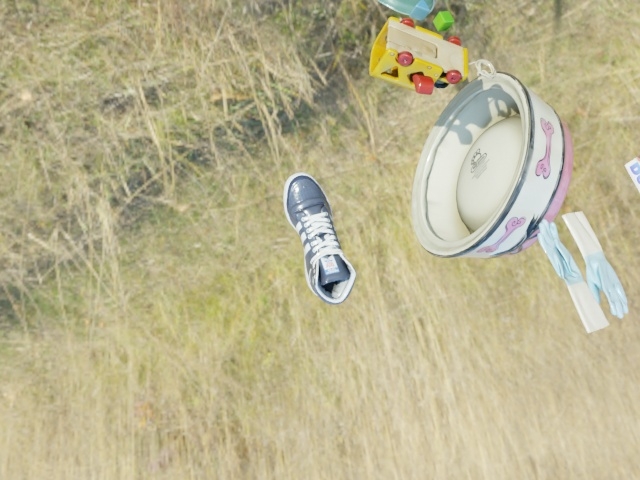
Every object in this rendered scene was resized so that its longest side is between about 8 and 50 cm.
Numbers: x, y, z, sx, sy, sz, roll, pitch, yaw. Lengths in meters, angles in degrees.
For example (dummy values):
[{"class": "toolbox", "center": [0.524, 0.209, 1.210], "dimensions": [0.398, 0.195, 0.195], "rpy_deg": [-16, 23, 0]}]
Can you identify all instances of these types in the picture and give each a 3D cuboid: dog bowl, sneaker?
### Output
[{"class": "dog bowl", "center": [0.367, -0.142, 1.490], "dimensions": [0.150, 0.408, 0.408], "rpy_deg": [16, 140, -21]}, {"class": "sneaker", "center": [0.000, 0.000, 1.449], "dimensions": [0.099, 0.153, 0.282], "rpy_deg": [-16, 105, -9]}]

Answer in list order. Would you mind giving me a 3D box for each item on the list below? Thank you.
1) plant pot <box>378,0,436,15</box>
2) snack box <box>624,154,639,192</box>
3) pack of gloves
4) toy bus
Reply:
[{"class": "plant pot", "center": [0.254, -0.833, 2.032], "dimensions": [0.196, 0.293, 0.293], "rpy_deg": [-58, 141, -7]}, {"class": "snack box", "center": [0.620, -0.076, 1.247], "dimensions": [0.022, 0.178, 0.064], "rpy_deg": [-8, 157, -36]}, {"class": "pack of gloves", "center": [0.501, 0.062, 1.350], "dimensions": [0.195, 0.232, 0.046], "rpy_deg": [-9, 160, -41]}, {"class": "toy bus", "center": [0.190, -0.329, 1.296], "dimensions": [0.191, 0.202, 0.104], "rpy_deg": [-29, 168, -33]}]
